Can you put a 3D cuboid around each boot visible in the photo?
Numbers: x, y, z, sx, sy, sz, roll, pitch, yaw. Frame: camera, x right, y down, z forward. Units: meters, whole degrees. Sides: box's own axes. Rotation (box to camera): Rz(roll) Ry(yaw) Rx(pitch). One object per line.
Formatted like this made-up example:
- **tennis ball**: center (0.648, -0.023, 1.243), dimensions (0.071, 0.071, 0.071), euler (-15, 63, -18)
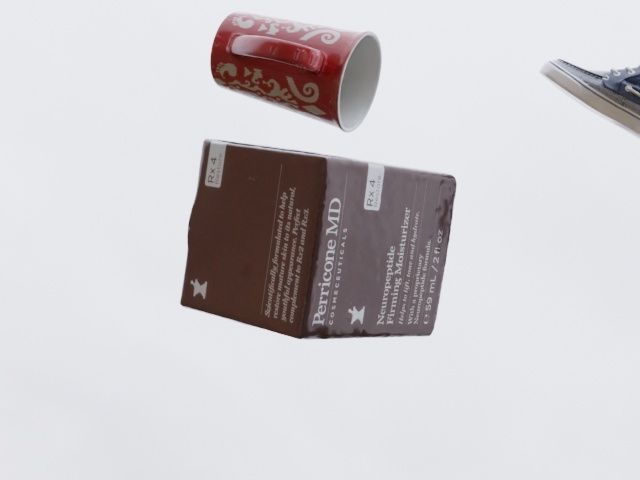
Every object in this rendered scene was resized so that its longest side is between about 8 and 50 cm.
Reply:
- **boot**: center (0.338, -0.166, 1.188), dimensions (0.190, 0.069, 0.086), euler (34, -81, 14)

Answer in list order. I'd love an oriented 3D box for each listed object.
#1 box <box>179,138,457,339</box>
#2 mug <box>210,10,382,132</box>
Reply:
- **box**: center (0.000, 0.000, 1.071), dimensions (0.167, 0.168, 0.203), euler (12, 6, 41)
- **mug**: center (-0.033, -0.207, 1.224), dimensions (0.169, 0.113, 0.150), euler (18, -25, 22)
